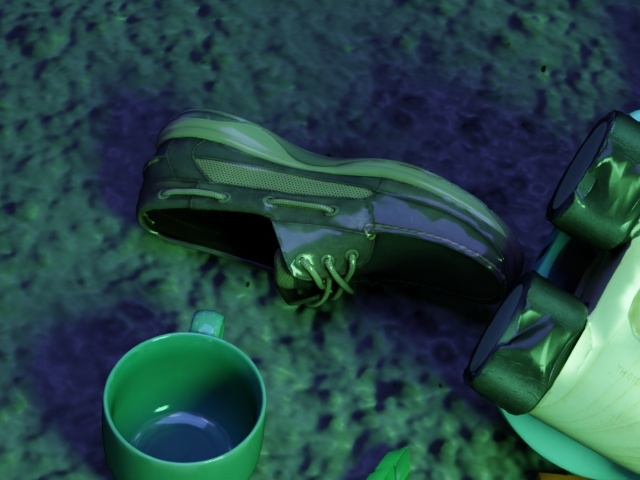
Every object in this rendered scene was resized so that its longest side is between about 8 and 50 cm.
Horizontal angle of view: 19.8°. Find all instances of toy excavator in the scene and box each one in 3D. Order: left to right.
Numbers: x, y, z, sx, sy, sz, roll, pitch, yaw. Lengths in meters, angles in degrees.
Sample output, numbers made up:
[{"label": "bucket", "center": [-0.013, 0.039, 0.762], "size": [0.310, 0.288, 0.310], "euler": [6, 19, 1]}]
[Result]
[{"label": "toy excavator", "center": [0.288, -0.009, 1.584], "size": [0.222, 0.445, 0.433], "euler": [29, 89, -3]}]

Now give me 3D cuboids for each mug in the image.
[{"label": "mug", "center": [-0.101, 0.146, 1.478], "size": [0.129, 0.097, 0.158], "euler": [37, 55, 23]}]

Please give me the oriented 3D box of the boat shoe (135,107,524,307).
[{"label": "boat shoe", "center": [0.000, 0.000, 1.610], "size": [0.355, 0.132, 0.130], "euler": [17, 59, 19]}]

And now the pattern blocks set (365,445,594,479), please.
[{"label": "pattern blocks set", "center": [0.146, 0.292, 1.428], "size": [0.325, 0.026, 0.285], "euler": [38, 56, 23]}]
